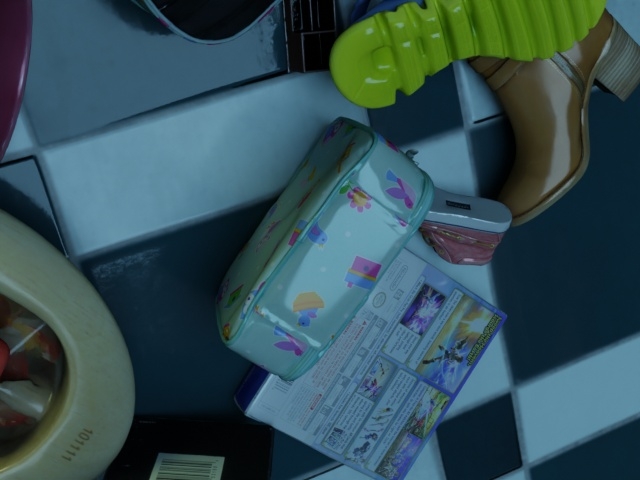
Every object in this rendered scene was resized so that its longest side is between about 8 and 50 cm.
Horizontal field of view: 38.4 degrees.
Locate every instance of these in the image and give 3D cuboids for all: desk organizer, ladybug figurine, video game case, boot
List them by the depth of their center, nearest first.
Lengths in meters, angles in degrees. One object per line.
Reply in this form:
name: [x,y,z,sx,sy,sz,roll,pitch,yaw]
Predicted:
ladybug figurine: [-0.391,0.091,0.894,0.449,0.162,0.305,40,87,-26]
desk organizer: [-0.012,-0.253,1.019,0.047,0.050,0.130,-10,107,-19]
boot: [0.244,-0.178,1.115,0.220,0.109,0.283,32,101,-18]
video game case: [0.065,0.143,1.144,0.244,0.061,0.269,33,90,-24]

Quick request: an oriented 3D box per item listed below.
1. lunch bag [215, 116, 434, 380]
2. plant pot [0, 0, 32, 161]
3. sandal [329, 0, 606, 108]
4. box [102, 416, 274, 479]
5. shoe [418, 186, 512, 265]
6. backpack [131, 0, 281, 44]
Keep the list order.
lunch bag: [0.000,0.000,0.997,0.108,0.224,0.279,35,94,-14]
plant pot: [-0.375,-0.169,0.829,0.180,0.201,0.201,11,99,-8]
sandal: [0.154,-0.252,1.009,0.317,0.138,0.126,-14,121,-1]
box: [-0.150,0.385,0.968,0.183,0.296,0.294,4,103,-1]
shoe: [0.139,-0.020,1.130,0.178,0.063,0.081,13,130,-5]
backpack: [-0.101,-0.325,0.870,0.253,0.191,0.225,-50,143,-6]
